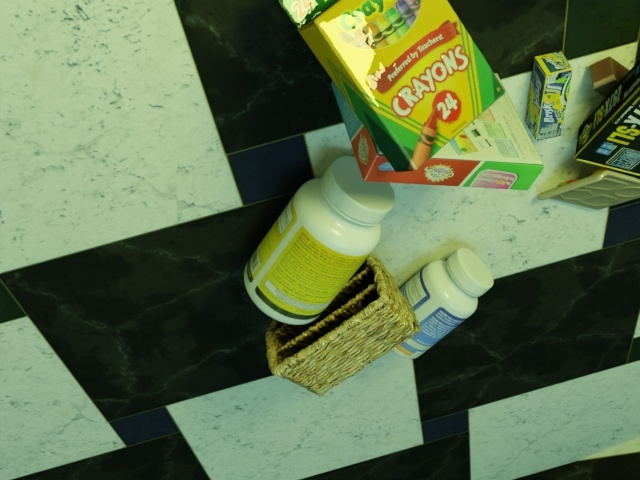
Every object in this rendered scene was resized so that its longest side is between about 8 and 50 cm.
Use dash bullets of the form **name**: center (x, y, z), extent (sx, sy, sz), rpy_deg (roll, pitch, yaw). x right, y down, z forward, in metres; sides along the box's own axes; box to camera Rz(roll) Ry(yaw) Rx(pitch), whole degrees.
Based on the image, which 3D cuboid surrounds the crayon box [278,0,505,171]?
- **crayon box**: center (0.110, -0.288, 1.319), extent (0.202, 0.081, 0.318), rpy_deg (-41, 105, -14)

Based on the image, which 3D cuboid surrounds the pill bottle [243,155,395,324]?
- **pill bottle**: center (0.000, 0.000, 1.721), extent (0.187, 0.188, 0.334), rpy_deg (11, 134, -31)

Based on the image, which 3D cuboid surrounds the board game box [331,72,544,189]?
- **board game box**: center (0.198, -0.201, 1.511), extent (0.316, 0.242, 0.064), rpy_deg (2, 140, -21)

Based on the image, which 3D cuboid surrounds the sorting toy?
- **sorting toy**: center (0.602, -0.112, 1.879), extent (0.208, 0.038, 0.193), rpy_deg (5, 166, -29)

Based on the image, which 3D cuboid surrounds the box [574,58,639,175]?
- **box**: center (0.659, -0.217, 1.640), extent (0.257, 0.079, 0.322), rpy_deg (15, 159, -2)

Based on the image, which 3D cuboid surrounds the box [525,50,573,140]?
- **box**: center (0.429, -0.270, 1.656), extent (0.054, 0.059, 0.169), rpy_deg (-13, 141, -6)

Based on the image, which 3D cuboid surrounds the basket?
- **basket**: center (0.024, 0.158, 1.888), extent (0.299, 0.213, 0.223), rpy_deg (-34, 147, 11)

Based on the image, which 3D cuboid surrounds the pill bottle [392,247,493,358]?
- **pill bottle**: center (0.262, 0.140, 2.016), extent (0.152, 0.152, 0.272), rpy_deg (21, 128, -37)

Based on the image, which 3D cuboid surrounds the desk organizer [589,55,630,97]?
- **desk organizer**: center (0.565, -0.301, 1.673), extent (0.047, 0.050, 0.130), rpy_deg (-22, 156, 39)
